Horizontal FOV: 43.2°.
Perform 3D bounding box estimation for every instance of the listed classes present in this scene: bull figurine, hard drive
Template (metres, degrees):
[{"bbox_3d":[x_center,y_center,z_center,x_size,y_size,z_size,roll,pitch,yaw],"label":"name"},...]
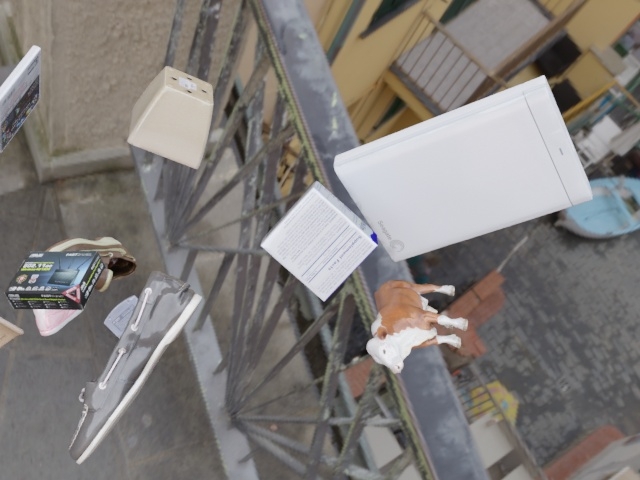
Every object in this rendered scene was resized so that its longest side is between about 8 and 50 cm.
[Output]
[{"bbox_3d":[0.183,0.160,1.607,0.188,0.101,0.310,6,22,-1],"label":"bull figurine"},{"bbox_3d":[0.230,-0.102,1.311,0.233,0.353,0.047,55,29,-33],"label":"hard drive"}]

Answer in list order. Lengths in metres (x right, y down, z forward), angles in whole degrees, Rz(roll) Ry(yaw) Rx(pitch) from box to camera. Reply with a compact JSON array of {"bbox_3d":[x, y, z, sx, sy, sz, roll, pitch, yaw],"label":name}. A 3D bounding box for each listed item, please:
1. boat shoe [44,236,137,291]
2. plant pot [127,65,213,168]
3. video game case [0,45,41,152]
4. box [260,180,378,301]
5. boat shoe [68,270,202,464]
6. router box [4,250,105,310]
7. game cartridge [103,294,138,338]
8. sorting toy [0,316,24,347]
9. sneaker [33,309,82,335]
[{"bbox_3d":[-0.428,0.050,1.501,0.095,0.095,0.257,35,20,12],"label":"boat shoe"},{"bbox_3d":[-0.207,-0.185,1.169,0.109,0.096,0.109,21,29,-22],"label":"plant pot"},{"bbox_3d":[-0.679,-0.316,1.807,0.022,0.173,0.190,22,53,-4],"label":"video game case"},{"bbox_3d":[0.000,0.000,1.269,0.137,0.072,0.126,42,102,-6],"label":"box"},{"bbox_3d":[-0.323,0.201,1.320,0.095,0.112,0.335,35,85,-1],"label":"boat shoe"},{"bbox_3d":[-0.403,0.060,1.229,0.122,0.038,0.092,-1,42,14],"label":"router box"},{"bbox_3d":[-0.391,0.151,1.624,0.083,0.017,0.056,-41,107,1],"label":"game cartridge"},{"bbox_3d":[-0.662,0.168,1.412,0.208,0.193,0.038,-32,51,6],"label":"sorting toy"},{"bbox_3d":[-0.489,0.117,1.508,0.134,0.051,0.070,-58,133,-63],"label":"sneaker"}]
